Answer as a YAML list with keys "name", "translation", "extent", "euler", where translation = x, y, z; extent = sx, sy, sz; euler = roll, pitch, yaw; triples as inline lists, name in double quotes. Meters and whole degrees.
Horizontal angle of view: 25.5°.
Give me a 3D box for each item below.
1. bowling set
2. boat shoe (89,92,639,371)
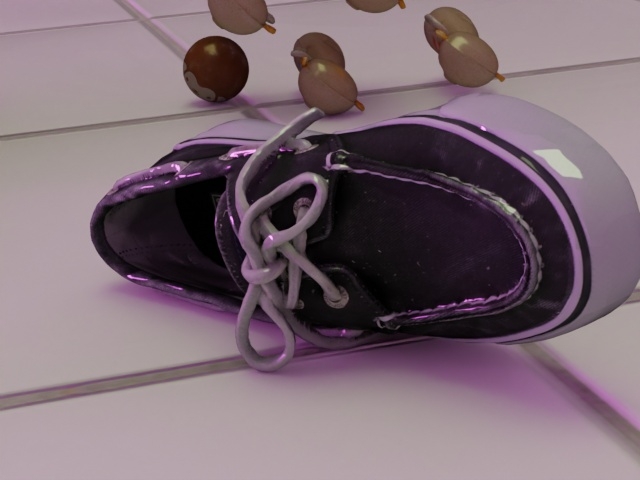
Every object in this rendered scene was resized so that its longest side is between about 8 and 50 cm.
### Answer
- name: "bowling set"
  translation: [-0.015, -0.160, 1.084]
  extent: [0.287, 0.200, 0.154]
  euler: [36, 15, -18]
- name: "boat shoe"
  translation: [-0.001, -0.004, 0.631]
  extent: [0.105, 0.113, 0.306]
  euler: [-25, 25, -34]
